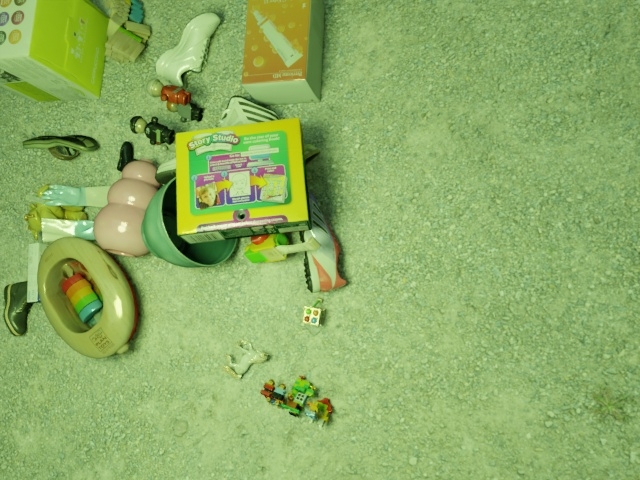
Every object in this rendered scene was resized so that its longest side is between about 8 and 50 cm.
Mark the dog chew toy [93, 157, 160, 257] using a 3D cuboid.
[{"bbox_3d":[-0.622,-0.115,1.596,0.207,0.206,0.331,6,75,16],"label":"dog chew toy"}]

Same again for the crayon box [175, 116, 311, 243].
[{"bbox_3d":[-0.221,-0.170,1.369,0.364,0.106,0.312,-6,74,3],"label":"crayon box"}]

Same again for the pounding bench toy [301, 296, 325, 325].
[{"bbox_3d":[-0.018,0.212,1.444,0.052,0.065,0.083,9,84,16],"label":"pounding bench toy"}]

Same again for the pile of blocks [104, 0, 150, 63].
[{"bbox_3d":[-0.723,-0.788,1.779,0.113,0.149,0.361,-35,57,52],"label":"pile of blocks"}]

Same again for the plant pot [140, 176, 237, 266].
[{"bbox_3d":[-0.434,-0.042,1.502,0.197,0.293,0.292,-17,77,34],"label":"plant pot"}]

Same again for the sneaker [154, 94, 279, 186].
[{"bbox_3d":[-0.331,-0.318,1.584,0.448,0.169,0.257,-12,67,10],"label":"sneaker"}]

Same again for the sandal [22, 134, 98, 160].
[{"bbox_3d":[-0.953,-0.340,1.770,0.303,0.120,0.086,4,111,17],"label":"sandal"}]

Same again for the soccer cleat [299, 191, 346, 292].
[{"bbox_3d":[0.000,0.000,1.465,0.117,0.108,0.317,-5,75,-10],"label":"soccer cleat"}]

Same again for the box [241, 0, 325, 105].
[{"bbox_3d":[-0.114,-0.633,1.543,0.215,0.168,0.344,0,82,15],"label":"box"}]

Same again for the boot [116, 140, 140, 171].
[{"bbox_3d":[-0.668,-0.286,1.706,0.099,0.045,0.121,17,94,19],"label":"boot"}]

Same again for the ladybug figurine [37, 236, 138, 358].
[{"bbox_3d":[-0.754,0.188,1.591,0.305,0.162,0.449,-38,77,12],"label":"ladybug figurine"}]

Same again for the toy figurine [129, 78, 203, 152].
[{"bbox_3d":[-0.511,-0.407,1.595,0.148,0.209,0.212,20,88,6],"label":"toy figurine"}]

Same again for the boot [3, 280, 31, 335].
[{"bbox_3d":[-1.057,0.232,1.722,0.137,0.077,0.197,-20,78,6],"label":"boot"}]

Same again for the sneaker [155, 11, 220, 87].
[{"bbox_3d":[-0.444,-0.666,1.686,0.129,0.111,0.297,41,98,1],"label":"sneaker"}]

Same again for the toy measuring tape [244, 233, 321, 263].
[{"bbox_3d":[-0.113,-0.001,1.444,0.330,0.122,0.121,-12,77,43],"label":"toy measuring tape"}]

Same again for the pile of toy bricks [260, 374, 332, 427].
[{"bbox_3d":[-0.067,0.452,1.413,0.213,0.118,0.105,13,53,25],"label":"pile of toy bricks"}]

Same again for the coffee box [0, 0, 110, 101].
[{"bbox_3d":[-1.015,-0.723,1.712,0.335,0.338,0.337,2,83,15],"label":"coffee box"}]

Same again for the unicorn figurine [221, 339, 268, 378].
[{"bbox_3d":[-0.230,0.365,1.489,0.111,0.060,0.161,40,109,16],"label":"unicorn figurine"}]

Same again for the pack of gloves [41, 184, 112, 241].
[{"bbox_3d":[-0.825,-0.098,1.643,0.046,0.232,0.194,-12,83,57],"label":"pack of gloves"}]

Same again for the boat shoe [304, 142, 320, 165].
[{"bbox_3d":[-0.066,-0.242,1.532,0.048,0.056,0.153,41,86,21],"label":"boat shoe"}]

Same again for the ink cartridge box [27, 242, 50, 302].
[{"bbox_3d":[-0.986,0.117,1.704,0.046,0.097,0.206,-7,80,14],"label":"ink cartridge box"}]

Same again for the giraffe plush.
[{"bbox_3d":[-0.968,-0.080,1.703,0.171,0.210,0.181,-25,45,35],"label":"giraffe plush"}]
